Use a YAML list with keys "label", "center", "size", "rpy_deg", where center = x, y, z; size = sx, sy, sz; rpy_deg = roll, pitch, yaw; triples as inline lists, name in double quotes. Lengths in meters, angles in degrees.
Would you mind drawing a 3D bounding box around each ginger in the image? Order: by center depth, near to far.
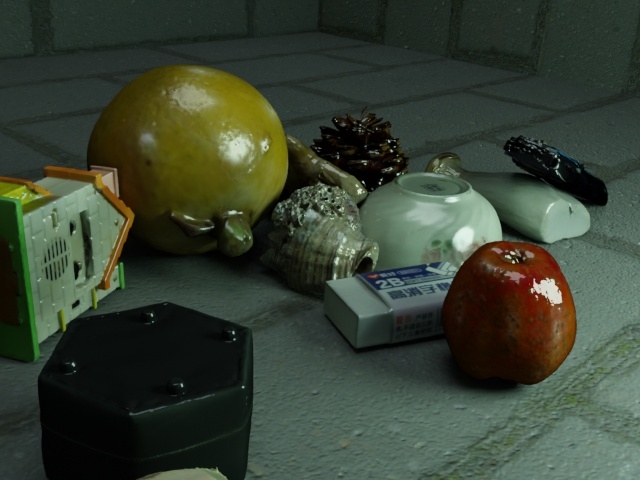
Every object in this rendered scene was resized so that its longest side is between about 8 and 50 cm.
- label: "ginger"
  center: [-0.063, -0.116, 1.437]
  size: [0.080, 0.166, 0.333]
  rpy_deg: [-47, 22, -24]

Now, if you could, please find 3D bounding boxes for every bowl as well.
- label: "bowl"
  center: [0.187, -0.032, 1.344]
  size: [0.276, 0.145, 0.277]
  rpy_deg: [3, 21, -1]

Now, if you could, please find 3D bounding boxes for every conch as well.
- label: "conch"
  center: [0.000, 0.000, 1.257]
  size: [0.163, 0.178, 0.245]
  rpy_deg: [36, 2, -45]

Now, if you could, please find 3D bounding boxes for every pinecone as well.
- label: "pinecone"
  center: [0.065, -0.150, 1.520]
  size: [0.221, 0.222, 0.221]
  rpy_deg: [3, 23, -1]

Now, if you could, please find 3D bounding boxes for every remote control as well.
- label: "remote control"
  center: [0.476, -0.139, 1.548]
  size: [0.144, 0.062, 0.398]
  rpy_deg: [29, 10, 30]

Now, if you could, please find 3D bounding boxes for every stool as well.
- label: "stool"
  center: [-0.176, 0.167, 0.814]
  size: [0.232, 0.141, 0.232]
  rpy_deg: [3, 23, -1]

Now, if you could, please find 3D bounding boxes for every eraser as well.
- label: "eraser"
  center: [0.123, 0.091, 1.134]
  size: [0.210, 0.068, 0.124]
  rpy_deg: [-7, 26, -22]

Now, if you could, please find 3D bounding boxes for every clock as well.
- label: "clock"
  center: [-0.367, 0.005, 1.069]
  size: [0.106, 0.220, 0.255]
  rpy_deg: [9, 23, 17]

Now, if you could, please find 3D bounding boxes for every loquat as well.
- label: "loquat"
  center: [-0.201, -0.115, 1.263]
  size: [0.328, 0.329, 0.360]
  rpy_deg: [-11, 50, -31]

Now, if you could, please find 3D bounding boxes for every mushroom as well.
- label: "mushroom"
  center: [0.358, -0.085, 1.555]
  size: [0.328, 0.122, 0.159]
  rpy_deg: [24, -6, 38]

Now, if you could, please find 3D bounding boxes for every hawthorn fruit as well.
- label: "hawthorn fruit"
  center: [0.245, 0.092, 1.015]
  size: [0.189, 0.189, 0.189]
  rpy_deg: [3, 23, -1]

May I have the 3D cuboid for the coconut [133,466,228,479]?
- label: "coconut"
  center: [-0.127, 0.253, 0.658]
  size: [0.122, 0.116, 0.116]
  rpy_deg: [-6, 24, -33]
